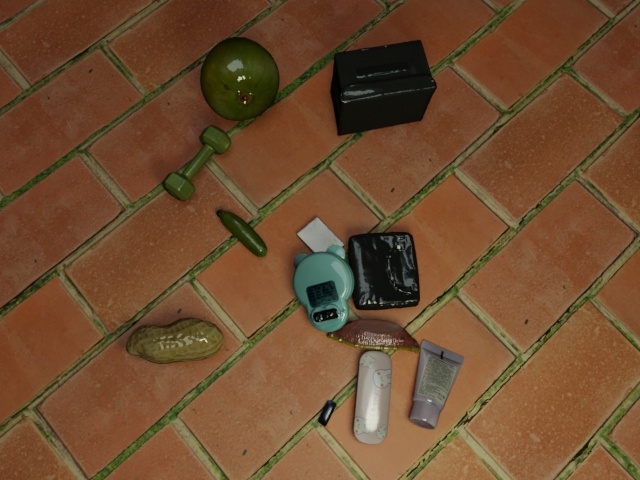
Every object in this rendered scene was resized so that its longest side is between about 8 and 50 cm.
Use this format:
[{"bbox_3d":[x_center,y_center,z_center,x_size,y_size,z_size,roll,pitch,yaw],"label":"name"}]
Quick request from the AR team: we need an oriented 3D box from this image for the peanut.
[{"bbox_3d":[-0.486,0.330,1.835,0.325,0.140,0.153,-1,55,4],"label":"peanut"}]

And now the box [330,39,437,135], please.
[{"bbox_3d":[0.216,-0.560,2.060,0.345,0.251,0.204,-10,73,-5],"label":"box"}]

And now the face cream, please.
[{"bbox_3d":[0.371,0.476,1.832,0.154,0.096,0.274,22,62,6],"label":"face cream"}]

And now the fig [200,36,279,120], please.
[{"bbox_3d":[-0.302,-0.616,2.066,0.316,0.316,0.316,0,73,-1],"label":"fig"}]

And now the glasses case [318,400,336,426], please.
[{"bbox_3d":[0.022,0.568,1.824,0.033,0.023,0.083,27,74,6],"label":"glasses case"}]

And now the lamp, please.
[{"bbox_3d":[0.014,0.167,1.878,0.209,0.147,0.284,-16,62,16],"label":"lamp"}]

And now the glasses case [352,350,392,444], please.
[{"bbox_3d":[0.171,0.511,1.816,0.113,0.075,0.297,6,74,-1],"label":"glasses case"}]

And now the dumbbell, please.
[{"bbox_3d":[-0.454,-0.284,2.039,0.108,0.121,0.302,24,71,37],"label":"dumbbell"}]

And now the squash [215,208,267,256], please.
[{"bbox_3d":[-0.282,-0.035,1.985,0.252,0.066,0.066,42,77,11],"label":"squash"}]

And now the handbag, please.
[{"bbox_3d":[0.221,0.107,1.939,0.244,0.088,0.275,-4,70,-4],"label":"handbag"}]

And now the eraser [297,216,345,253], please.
[{"bbox_3d":[0.000,0.000,2.000,0.104,0.023,0.150,-41,77,-12],"label":"eraser"}]

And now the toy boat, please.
[{"bbox_3d":[0.183,0.321,1.870,0.318,0.099,0.141,9,32,2],"label":"toy boat"}]
